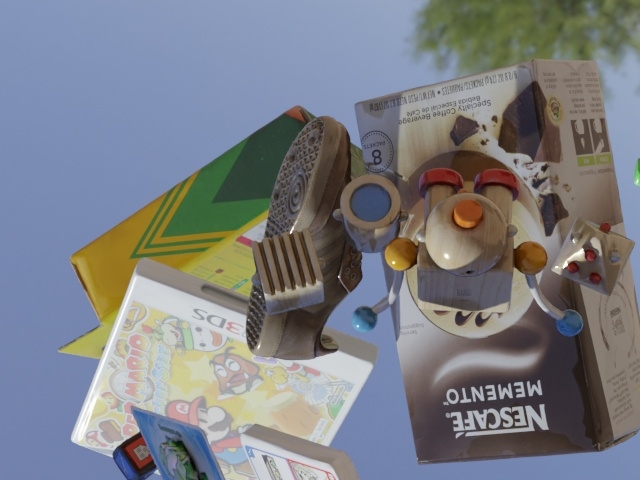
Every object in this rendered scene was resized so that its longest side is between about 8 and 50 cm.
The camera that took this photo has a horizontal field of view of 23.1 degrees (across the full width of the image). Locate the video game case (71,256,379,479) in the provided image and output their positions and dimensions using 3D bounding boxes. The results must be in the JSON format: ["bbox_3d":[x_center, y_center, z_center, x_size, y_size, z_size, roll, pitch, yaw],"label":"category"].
[{"bbox_3d":[-0.086,0.131,1.315,0.206,0.227,0.026,21,-138,-6],"label":"video game case"}]

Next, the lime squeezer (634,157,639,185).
[{"bbox_3d":[0.358,0.017,1.025,0.310,0.059,0.110,10,-155,5],"label":"lime squeezer"}]

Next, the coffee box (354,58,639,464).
[{"bbox_3d":[0.148,0.018,1.247,0.168,0.297,0.119,-11,179,35],"label":"coffee box"}]

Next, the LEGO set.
[{"bbox_3d":[-0.015,0.154,0.768,0.060,0.182,0.244,-32,-160,-28],"label":"LEGO set"}]

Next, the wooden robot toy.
[{"bbox_3d":[0.055,-0.006,0.685,0.173,0.076,0.079,1,158,4],"label":"wooden robot toy"}]

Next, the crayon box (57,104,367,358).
[{"bbox_3d":[-0.098,0.007,1.520,0.081,0.318,0.202,61,-168,19],"label":"crayon box"}]

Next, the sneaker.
[{"bbox_3d":[0.000,0.000,1.136,0.071,0.188,0.066,8,-156,-22],"label":"sneaker"}]
